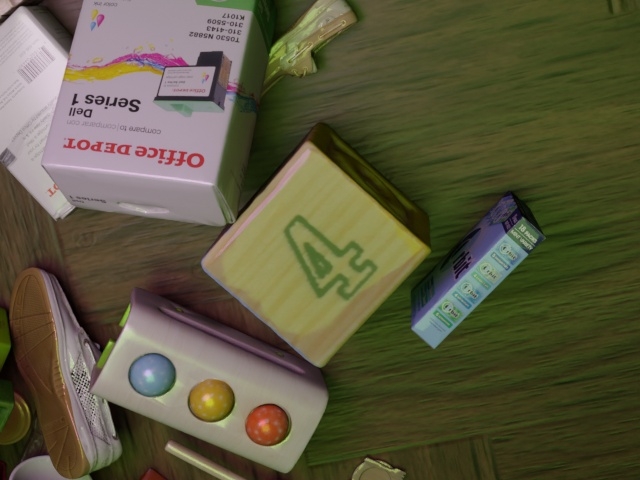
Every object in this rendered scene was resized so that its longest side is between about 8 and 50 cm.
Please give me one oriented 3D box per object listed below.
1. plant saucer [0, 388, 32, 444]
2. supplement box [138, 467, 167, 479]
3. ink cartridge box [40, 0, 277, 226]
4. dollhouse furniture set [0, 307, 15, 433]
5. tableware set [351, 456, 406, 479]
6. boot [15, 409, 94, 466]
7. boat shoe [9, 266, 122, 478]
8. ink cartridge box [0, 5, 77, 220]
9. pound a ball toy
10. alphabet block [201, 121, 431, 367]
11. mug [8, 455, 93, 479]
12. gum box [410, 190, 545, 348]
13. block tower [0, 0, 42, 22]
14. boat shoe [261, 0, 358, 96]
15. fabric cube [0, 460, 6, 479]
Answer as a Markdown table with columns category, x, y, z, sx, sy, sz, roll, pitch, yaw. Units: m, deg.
| category | x | y | z | sx | sy | sz | roll | pitch | yaw |
| --- | --- | --- | --- | --- | --- | --- | --- | --- | --- |
| plant saucer | -0.435 | 0.240 | 1.553 | 0.083 | 0.013 | 0.084 | 1 | 103 | 5 |
| supplement box | -0.168 | 0.416 | 1.539 | 0.233 | 0.078 | 0.080 | 37 | 103 | -4 |
| ink cartridge box | -0.176 | -0.174 | 1.289 | 0.201 | 0.117 | 0.278 | 7 | 71 | 8 |
| dollhouse furniture set | -0.547 | 0.160 | 1.396 | 0.301 | 0.198 | 0.151 | 18 | 120 | -32 |
| tableware set | 0.072 | 0.382 | 1.540 | 0.141 | 0.020 | 0.169 | 40 | 103 | -5 |
| boot | -0.353 | 0.287 | 1.545 | 0.106 | 0.037 | 0.114 | 23 | 102 | 11 |
| boat shoe | -0.328 | 0.167 | 1.491 | 0.098 | 0.096 | 0.277 | -19 | 84 | 41 |
| ink cartridge box | -0.333 | -0.158 | 1.412 | 0.158 | 0.092 | 0.218 | -40 | 95 | 12 |
| pound a ball toy | -0.136 | 0.226 | 1.438 | 0.319 | 0.136 | 0.208 | 26 | 101 | -14 |
| alphabet block | 0.000 | 0.000 | 1.371 | 0.193 | 0.192 | 0.197 | 41 | 102 | -7 |
| mug | -0.363 | 0.397 | 1.510 | 0.150 | 0.113 | 0.169 | 43 | 126 | 32 |
| gum box | 0.185 | 0.032 | 1.379 | 0.041 | 0.157 | 0.184 | 41 | 102 | -6 |
| block tower | -0.275 | -0.393 | 1.353 | 0.335 | 0.091 | 0.097 | -33 | 99 | 11 |
| boat shoe | -0.024 | -0.227 | 1.384 | 0.059 | 0.063 | 0.170 | 45 | 102 | 0 |
| fabric cube | -0.576 | 0.443 | 1.487 | 0.259 | 0.258 | 0.254 | 3 | 104 | 4 |
